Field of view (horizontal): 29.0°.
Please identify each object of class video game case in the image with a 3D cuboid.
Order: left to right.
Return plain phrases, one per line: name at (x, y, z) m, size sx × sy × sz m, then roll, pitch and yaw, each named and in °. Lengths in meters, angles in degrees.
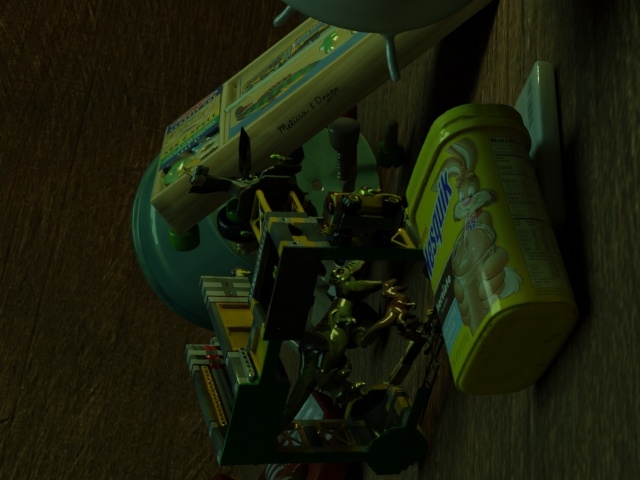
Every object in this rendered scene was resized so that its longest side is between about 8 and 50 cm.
video game case at (0.156, -0.036, 0.965) m, size 0.143 × 0.019 × 0.157 m, roll 108°, pitch 169°, yaw -52°

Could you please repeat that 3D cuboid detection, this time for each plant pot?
plant pot at (-0.082, -0.045, 1.785) m, size 0.334 × 0.341 × 0.341 m, roll 154°, pitch 127°, yaw -72°

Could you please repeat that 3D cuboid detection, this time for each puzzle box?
puzzle box at (-0.006, -0.187, 1.341) m, size 0.409 × 0.052 × 0.272 m, roll -36°, pitch 19°, yaw 10°

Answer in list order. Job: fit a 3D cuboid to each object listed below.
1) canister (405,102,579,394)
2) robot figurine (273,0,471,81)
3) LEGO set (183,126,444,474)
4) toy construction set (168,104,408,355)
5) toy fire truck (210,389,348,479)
canister at (0.118, 0.007, 0.868) m, size 0.126 × 0.073 × 0.170 m, roll 108°, pitch 158°, yaw -51°
robot figurine at (0.051, -0.295, 0.845) m, size 0.300 × 0.199 × 0.353 m, roll 39°, pitch 123°, yaw 45°
LEGO set at (0.000, 0.053, 1.148) m, size 0.192 × 0.255 × 0.331 m, roll -117°, pitch 27°, yaw -51°
toy construction set at (0.000, 0.000, 1.518) m, size 0.309 × 0.257 × 0.237 m, roll -56°, pitch -28°, yaw -49°
toy fire truck at (-0.039, 0.321, 1.556) m, size 0.254 × 0.169 × 0.302 m, roll -61°, pitch 8°, yaw -1°
